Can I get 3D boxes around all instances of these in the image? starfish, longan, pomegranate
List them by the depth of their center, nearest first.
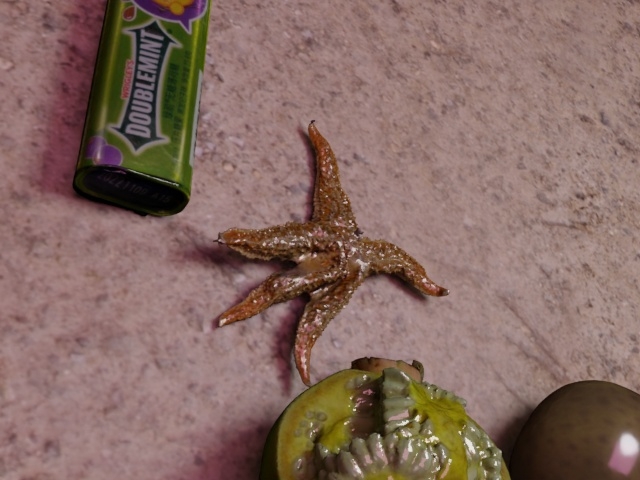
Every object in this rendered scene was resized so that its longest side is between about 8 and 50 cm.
[{"bbox_3d":[0.067,0.241,0.796,0.260,0.260,0.340,35,28,-10],"label":"pomegranate"},{"bbox_3d":[-0.011,0.015,0.933,0.293,0.084,0.301,-34,91,-36],"label":"starfish"},{"bbox_3d":[0.344,0.278,0.940,0.220,0.196,0.196,-28,83,-31],"label":"longan"}]

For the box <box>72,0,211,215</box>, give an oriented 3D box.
[{"bbox_3d":[-0.209,-0.205,0.915,0.134,0.097,0.345,14,63,-23],"label":"box"}]
